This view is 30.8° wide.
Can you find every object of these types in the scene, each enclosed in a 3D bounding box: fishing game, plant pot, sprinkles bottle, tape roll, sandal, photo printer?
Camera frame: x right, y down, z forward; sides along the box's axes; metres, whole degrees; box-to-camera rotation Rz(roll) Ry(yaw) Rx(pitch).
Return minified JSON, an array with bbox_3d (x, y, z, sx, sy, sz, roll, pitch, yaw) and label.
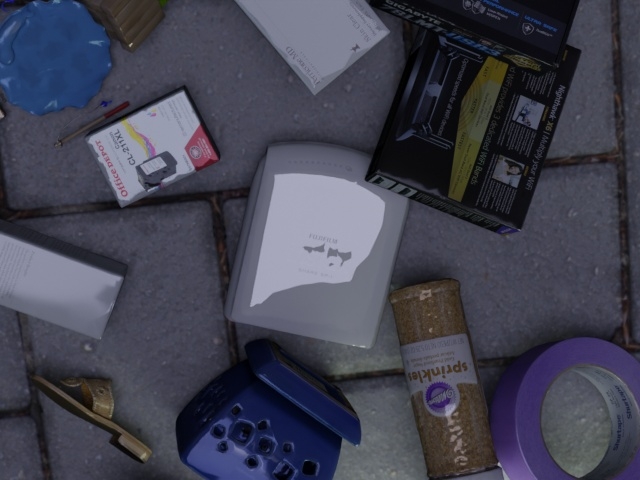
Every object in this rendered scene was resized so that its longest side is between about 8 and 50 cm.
[{"bbox_3d":[-0.409,-0.277,1.763,0.189,0.041,0.264,-34,124,-12],"label":"fishing game"},{"bbox_3d":[-0.077,0.298,1.856,0.236,0.236,0.212,37,91,-10],"label":"plant pot"},{"bbox_3d":[0.200,0.244,1.851,0.121,0.121,0.355,-12,81,0],"label":"sprinkles bottle"},{"bbox_3d":[0.417,0.297,1.890,0.275,0.090,0.274,4,78,-18],"label":"tape roll"},{"bbox_3d":[-0.362,0.268,1.922,0.240,0.088,0.079,42,66,-17],"label":"sandal"},{"bbox_3d":[0.000,0.000,1.851,0.256,0.107,0.307,13,102,-6],"label":"photo printer"}]

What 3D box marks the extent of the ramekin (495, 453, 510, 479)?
[{"bbox_3d":[0.286,0.446,1.965,0.207,0.109,0.207,-1,103,-2],"label":"ramekin"}]

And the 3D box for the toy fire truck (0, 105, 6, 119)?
[{"bbox_3d":[-0.519,-0.230,1.804,0.192,0.047,0.135,8,102,-6],"label":"toy fire truck"}]

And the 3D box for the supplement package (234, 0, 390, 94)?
[{"bbox_3d":[-0.043,-0.367,1.718,0.145,0.204,0.262,-40,102,6],"label":"supplement package"}]

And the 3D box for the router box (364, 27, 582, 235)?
[{"bbox_3d":[0.235,-0.193,1.787,0.243,0.081,0.308,22,81,-7],"label":"router box"}]

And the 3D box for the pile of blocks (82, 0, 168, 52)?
[{"bbox_3d":[-0.255,-0.470,1.745,0.113,0.149,0.362,28,93,24],"label":"pile of blocks"}]

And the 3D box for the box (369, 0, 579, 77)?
[{"bbox_3d":[0.256,-0.435,1.742,0.296,0.073,0.293,21,81,-8],"label":"box"}]

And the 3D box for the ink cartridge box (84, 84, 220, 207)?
[{"bbox_3d":[-0.262,-0.146,1.823,0.175,0.072,0.127,-26,103,2],"label":"ink cartridge box"}]

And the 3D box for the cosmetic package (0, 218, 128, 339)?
[{"bbox_3d":[-0.436,0.060,1.855,0.231,0.085,0.117,22,101,-9],"label":"cosmetic package"}]
